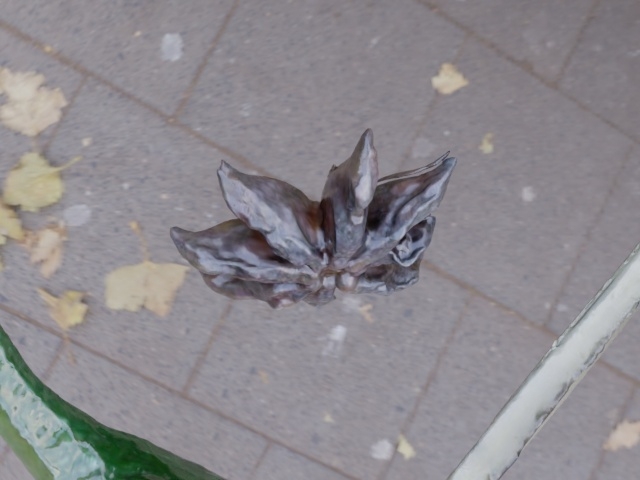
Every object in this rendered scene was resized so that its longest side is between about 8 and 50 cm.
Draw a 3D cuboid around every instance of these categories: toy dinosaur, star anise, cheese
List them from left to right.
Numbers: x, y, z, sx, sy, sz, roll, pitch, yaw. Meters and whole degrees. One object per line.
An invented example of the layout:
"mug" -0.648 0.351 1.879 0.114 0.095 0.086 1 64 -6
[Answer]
"toy dinosaur" -0.069 0.097 0.650 0.447 0.087 0.301 10 86 -28
"star anise" -0.001 0.001 0.616 0.141 0.141 0.042 4 60 -20
"cheese" 0.197 0.061 0.956 0.034 0.085 0.400 40 63 11
